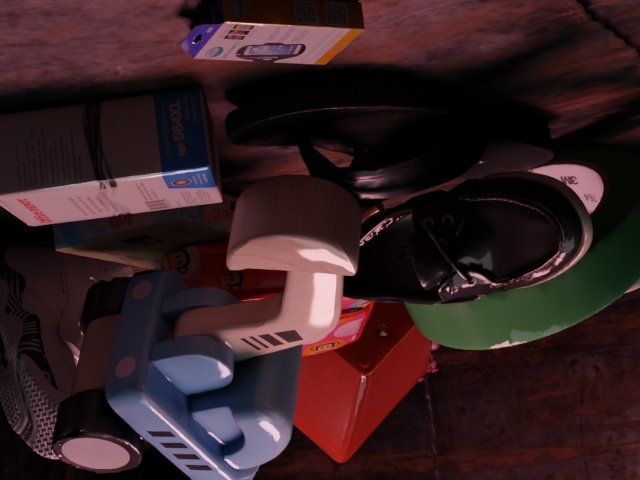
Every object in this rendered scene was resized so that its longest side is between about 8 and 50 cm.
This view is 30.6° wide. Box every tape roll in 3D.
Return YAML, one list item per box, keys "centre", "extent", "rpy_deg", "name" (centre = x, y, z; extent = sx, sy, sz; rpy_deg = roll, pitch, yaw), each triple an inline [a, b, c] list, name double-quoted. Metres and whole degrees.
- centre: [0.240, 0.000, 1.385]
  extent: [0.321, 0.077, 0.321]
  rpy_deg: [-24, -158, 11]
  name: "tape roll"

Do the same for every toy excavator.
- centre: [-0.099, 0.119, 1.334]
  extent: [0.445, 0.222, 0.433]
  rpy_deg: [-14, 137, 22]
  name: "toy excavator"

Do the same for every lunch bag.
- centre: [-0.074, 0.071, 1.594]
  extent: [0.293, 0.120, 0.258]
  rpy_deg: [-4, 155, -11]
  name: "lunch bag"

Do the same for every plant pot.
- centre: [0.040, 0.172, 2.038]
  extent: [0.267, 0.267, 0.236]
  rpy_deg: [-44, 165, -30]
  name: "plant pot"

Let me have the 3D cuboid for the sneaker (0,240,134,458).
- centre: [-0.334, 0.120, 1.558]
  extent: [0.210, 0.366, 0.137]
  rpy_deg: [-9, 136, -32]
  name: "sneaker"

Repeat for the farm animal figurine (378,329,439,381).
- centre: [0.245, 0.139, 2.365]
  extent: [0.330, 0.172, 0.327]
  rpy_deg: [-16, 157, -31]
  name: "farm animal figurine"

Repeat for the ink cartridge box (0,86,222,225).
- centre: [-0.205, -0.078, 1.148]
  extent: [0.203, 0.086, 0.148]
  rpy_deg: [-7, 170, -2]
  name: "ink cartridge box"

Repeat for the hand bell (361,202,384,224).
- centre: [0.000, 0.000, 1.722]
  extent: [0.126, 0.126, 0.242]
  rpy_deg: [4, 152, -46]
  name: "hand bell"

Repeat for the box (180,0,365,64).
- centre: [-0.043, -0.169, 0.941]
  extent: [0.136, 0.028, 0.081]
  rpy_deg: [1, 167, -24]
  name: "box"

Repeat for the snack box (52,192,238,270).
- centre: [-0.188, -0.012, 1.572]
  extent: [0.187, 0.060, 0.322]
  rpy_deg: [-13, 168, 22]
  name: "snack box"

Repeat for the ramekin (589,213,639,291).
- centre: [0.343, -0.002, 1.610]
  extent: [0.272, 0.127, 0.273]
  rpy_deg: [-16, -171, 3]
  name: "ramekin"

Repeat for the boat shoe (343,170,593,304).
- centre: [0.124, 0.011, 1.211]
  extent: [0.113, 0.127, 0.340]
  rpy_deg: [-29, -164, -35]
  name: "boat shoe"

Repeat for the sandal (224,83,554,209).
- centre: [0.099, -0.088, 1.237]
  extent: [0.445, 0.107, 0.167]
  rpy_deg: [3, 165, -42]
  name: "sandal"
